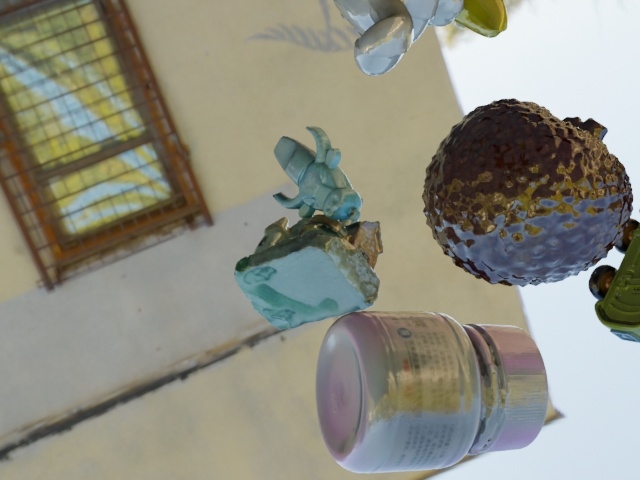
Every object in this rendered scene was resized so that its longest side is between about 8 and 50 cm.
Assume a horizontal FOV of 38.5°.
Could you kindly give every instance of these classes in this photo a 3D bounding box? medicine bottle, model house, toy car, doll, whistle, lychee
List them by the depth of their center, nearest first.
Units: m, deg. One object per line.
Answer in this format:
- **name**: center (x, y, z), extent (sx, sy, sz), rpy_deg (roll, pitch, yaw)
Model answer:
- **doll**: center (0.066, -0.257, 0.923), extent (0.237, 0.252, 0.111), rpy_deg (-10, 141, -40)
- **lychee**: center (0.268, -0.056, 1.184), extent (0.261, 0.260, 0.260), rpy_deg (-19, -165, 5)
- **toy car**: center (0.525, 0.051, 1.354), extent (0.247, 0.142, 0.200), rpy_deg (-61, -160, -6)
- **medicine bottle**: center (0.178, 0.241, 1.490), extent (0.325, 0.255, 0.256), rpy_deg (1, -172, -20)
- **whistle**: center (-0.006, -0.126, 1.889), extent (0.093, 0.186, 0.274), rpy_deg (-2, -143, -46)
- **model house**: center (0.000, 0.000, 1.960), extent (0.267, 0.194, 0.325), rpy_deg (-18, -150, 35)
